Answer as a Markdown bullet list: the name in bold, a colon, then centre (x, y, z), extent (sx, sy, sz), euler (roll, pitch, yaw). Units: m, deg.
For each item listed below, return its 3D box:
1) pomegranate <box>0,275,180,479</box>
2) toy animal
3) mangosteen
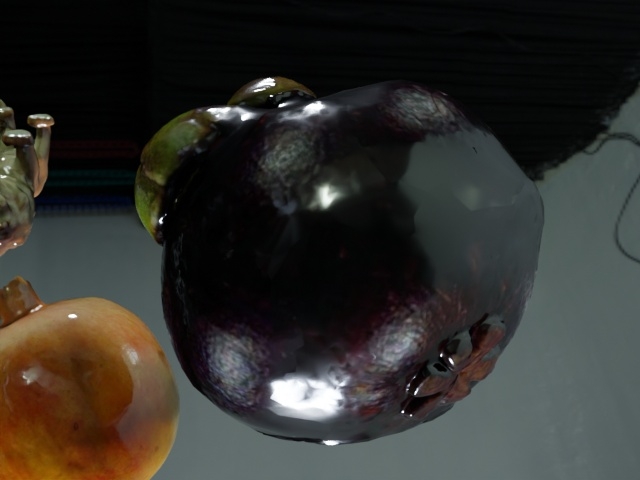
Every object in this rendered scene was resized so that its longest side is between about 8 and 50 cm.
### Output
- **pomegranate**: centre (-0.287, 0.170, 0.833), extent (0.270, 0.252, 0.229), euler (61, -179, -9)
- **toy animal**: centre (-0.410, -0.085, 1.001), extent (0.312, 0.097, 0.158), euler (-126, 42, -68)
- **mangosteen**: centre (0.002, 0.005, 0.535), extent (0.287, 0.287, 0.233), euler (-134, 39, -68)
